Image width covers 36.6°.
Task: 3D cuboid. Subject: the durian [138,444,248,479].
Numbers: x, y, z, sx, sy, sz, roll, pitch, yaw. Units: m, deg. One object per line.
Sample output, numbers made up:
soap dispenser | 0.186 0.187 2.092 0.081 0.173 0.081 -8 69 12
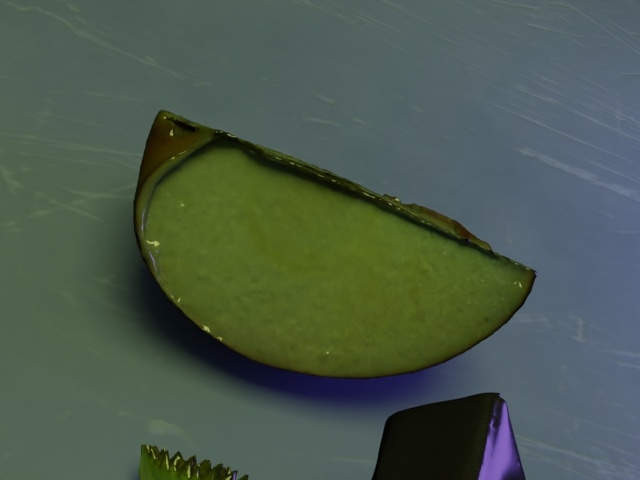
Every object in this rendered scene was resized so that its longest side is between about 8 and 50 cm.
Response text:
durian | -0.055 0.297 0.611 0.170 0.157 0.355 -11 42 13

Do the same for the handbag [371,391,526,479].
handbag | 0.092 0.270 0.600 0.114 0.257 0.285 -8 31 23

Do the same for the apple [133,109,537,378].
apple | 0.000 0.000 0.858 0.346 0.179 0.254 21 54 -8
